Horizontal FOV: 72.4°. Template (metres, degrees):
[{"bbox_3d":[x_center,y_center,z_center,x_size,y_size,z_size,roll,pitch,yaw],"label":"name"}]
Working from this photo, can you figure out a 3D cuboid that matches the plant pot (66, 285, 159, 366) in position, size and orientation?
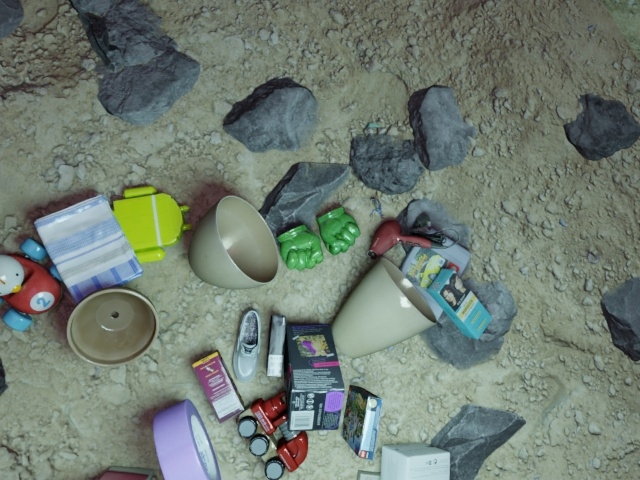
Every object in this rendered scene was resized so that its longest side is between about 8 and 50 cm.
[{"bbox_3d":[-0.598,0.236,1.270,0.237,0.110,0.237,-7,106,-24],"label":"plant pot"}]

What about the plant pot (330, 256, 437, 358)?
[{"bbox_3d":[0.169,0.235,1.352,0.274,0.256,0.256,-42,88,13],"label":"plant pot"}]

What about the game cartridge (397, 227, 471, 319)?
[{"bbox_3d":[0.375,0.113,1.509,0.196,0.060,0.294,31,76,1],"label":"game cartridge"}]

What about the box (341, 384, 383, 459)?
[{"bbox_3d":[0.118,0.528,1.293,0.044,0.233,0.159,13,78,-7],"label":"box"}]

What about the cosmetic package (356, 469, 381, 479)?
[{"bbox_3d":[0.171,0.756,1.359,0.115,0.041,0.060,12,78,-7],"label":"cosmetic package"}]

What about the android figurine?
[{"bbox_3d":[-0.549,-0.054,1.380,0.273,0.056,0.248,-12,81,-9],"label":"android figurine"}]

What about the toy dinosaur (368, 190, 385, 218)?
[{"bbox_3d":[0.207,-0.117,1.530,0.082,0.047,0.090,50,64,-17],"label":"toy dinosaur"}]

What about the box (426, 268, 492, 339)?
[{"bbox_3d":[0.466,0.212,1.459,0.244,0.060,0.100,47,72,-19],"label":"box"}]

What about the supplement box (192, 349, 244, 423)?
[{"bbox_3d":[-0.303,0.432,1.306,0.081,0.104,0.188,-26,85,-14],"label":"supplement box"}]

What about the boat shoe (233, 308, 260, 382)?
[{"bbox_3d":[-0.227,0.324,1.351,0.079,0.081,0.227,6,78,-8],"label":"boat shoe"}]

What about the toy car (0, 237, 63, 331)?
[{"bbox_3d":[-0.852,0.113,1.204,0.210,0.238,0.219,39,76,-1],"label":"toy car"}]

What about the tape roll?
[{"bbox_3d":[-0.355,0.579,1.183,0.090,0.275,0.275,-22,84,-14],"label":"tape roll"}]

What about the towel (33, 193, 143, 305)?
[{"bbox_3d":[-0.678,0.020,1.286,0.209,0.034,0.285,-28,84,-24],"label":"towel"}]

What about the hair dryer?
[{"bbox_3d":[0.280,-0.014,1.438,0.293,0.223,0.080,-22,115,-10],"label":"hair dryer"}]

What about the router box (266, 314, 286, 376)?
[{"bbox_3d":[-0.137,0.318,1.341,0.046,0.133,0.179,6,79,-8],"label":"router box"}]

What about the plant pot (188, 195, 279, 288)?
[{"bbox_3d":[-0.285,0.034,1.325,0.191,0.284,0.284,-27,84,22],"label":"plant pot"}]

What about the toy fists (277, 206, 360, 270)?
[{"bbox_3d":[0.000,0.000,1.444,0.279,0.096,0.142,-26,86,-15],"label":"toy fists"}]

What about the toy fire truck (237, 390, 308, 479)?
[{"bbox_3d":[-0.092,0.544,1.315,0.246,0.158,0.217,-34,86,-3],"label":"toy fire truck"}]

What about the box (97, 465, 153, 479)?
[{"bbox_3d":[-0.540,0.711,1.148,0.127,0.232,0.148,10,78,-7],"label":"box"}]

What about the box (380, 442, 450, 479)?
[{"bbox_3d":[0.283,0.722,1.314,0.181,0.119,0.182,12,77,-32],"label":"box"}]

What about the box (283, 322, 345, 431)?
[{"bbox_3d":[-0.029,0.384,1.259,0.143,0.270,0.165,2,118,-9],"label":"box"}]
